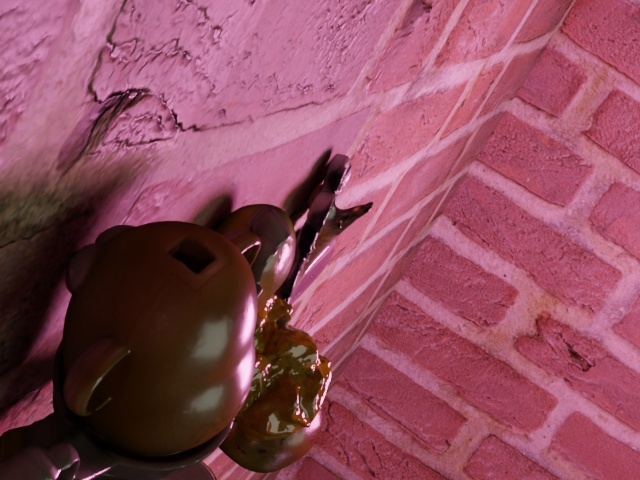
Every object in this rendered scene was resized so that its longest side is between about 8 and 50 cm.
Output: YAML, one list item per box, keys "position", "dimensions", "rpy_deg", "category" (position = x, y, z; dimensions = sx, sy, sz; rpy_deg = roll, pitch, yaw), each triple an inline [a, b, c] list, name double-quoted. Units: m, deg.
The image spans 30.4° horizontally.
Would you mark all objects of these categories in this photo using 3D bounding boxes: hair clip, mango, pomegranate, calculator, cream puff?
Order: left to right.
- position: [-0.088, 0.043, 1.222]
  dimensions: [0.191, 0.085, 0.122]
  rpy_deg: [-63, 172, 31]
  category: "mango"
- position: [-0.100, 0.244, 1.691]
  dimensions: [0.210, 0.180, 0.180]
  rpy_deg: [7, 124, -39]
  category: "pomegranate"
- position: [-0.076, 0.161, 1.429]
  dimensions: [0.194, 0.195, 0.221]
  rpy_deg: [-55, 168, -4]
  category: "cream puff"
- position: [-0.016, 0.042, 1.781]
  dimensions: [0.166, 0.024, 0.103]
  rpy_deg: [-49, 168, -33]
  category: "calculator"
- position: [-0.007, -0.003, 1.540]
  dimensions: [0.257, 0.075, 0.146]
  rpy_deg: [-56, -169, 35]
  category: "hair clip"

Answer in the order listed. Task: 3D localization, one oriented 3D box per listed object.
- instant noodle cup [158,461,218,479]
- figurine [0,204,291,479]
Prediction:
- position: [-0.202, 0.391, 1.560]
  dimensions: [0.215, 0.215, 0.236]
  rpy_deg: [-51, 161, -28]
  category: "instant noodle cup"
- position: [-0.138, 0.097, 0.912]
  dimensions: [0.285, 0.167, 0.342]
  rpy_deg: [-54, -164, 48]
  category: "figurine"
